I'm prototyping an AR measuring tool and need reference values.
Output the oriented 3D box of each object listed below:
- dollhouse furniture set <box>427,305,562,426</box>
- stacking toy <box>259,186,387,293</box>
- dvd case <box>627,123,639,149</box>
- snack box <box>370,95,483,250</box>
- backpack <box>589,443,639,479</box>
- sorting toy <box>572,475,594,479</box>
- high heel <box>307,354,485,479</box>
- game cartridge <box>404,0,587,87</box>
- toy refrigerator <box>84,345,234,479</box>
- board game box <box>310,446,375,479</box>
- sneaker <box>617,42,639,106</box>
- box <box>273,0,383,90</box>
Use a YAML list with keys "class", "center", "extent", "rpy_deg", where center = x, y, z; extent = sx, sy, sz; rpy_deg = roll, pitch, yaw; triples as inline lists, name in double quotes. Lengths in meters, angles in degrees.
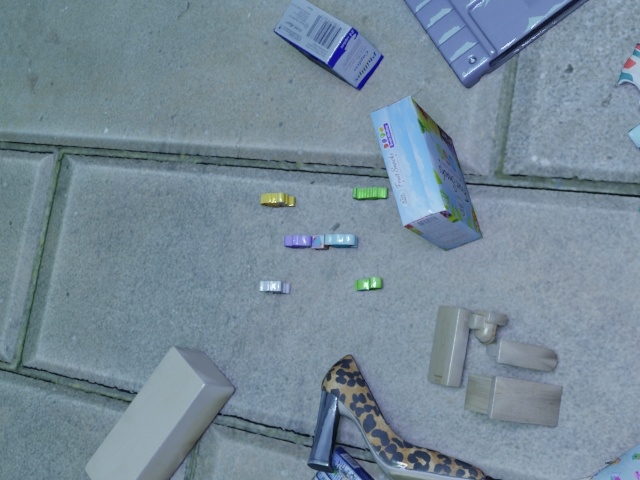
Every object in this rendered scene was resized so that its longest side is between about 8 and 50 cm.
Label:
- class: "dollhouse furniture set"
  center: [0.254, 0.179, 1.189]
  extent: [0.151, 0.123, 0.144]
  rpy_deg: [-1, 78, 61]
- class: "stacking toy"
  center: [0.000, 0.000, 1.332]
  extent: [0.221, 0.052, 0.167]
  rpy_deg: [-3, 79, 25]
- class: "dvd case"
  center: [0.490, -0.148, 1.108]
  extent: [0.119, 0.013, 0.087]
  rpy_deg: [-40, 79, 37]
- class: "snack box"
  center: [0.157, -0.089, 1.184]
  extent: [0.070, 0.207, 0.175]
  rpy_deg: [-21, 71, 21]
- class: "backpack"
  center: [0.414, 0.320, 1.003]
  extent: [0.182, 0.115, 0.152]
  rpy_deg: [-29, 31, -7]
- class: "sorting toy"
  center: [0.324, 0.438, 1.100]
  extent: [0.193, 0.038, 0.208]
  rpy_deg: [-20, 72, 21]
- class: "high heel"
  center: [0.121, 0.266, 1.219]
  extent: [0.261, 0.093, 0.186]
  rpy_deg: [7, 58, 11]
- class: "game cartridge"
  center: [0.307, -0.430, 1.260]
  extent: [0.355, 0.068, 0.230]
  rpy_deg: [-36, 71, 16]
- class: "toy refrigerator"
  center: [-0.269, 0.318, 1.384]
  extent: [0.102, 0.094, 0.270]
  rpy_deg: [41, 98, 33]
- class: "board game box"
  center: [0.030, 0.449, 1.230]
  extent: [0.194, 0.060, 0.194]
  rpy_deg: [40, 98, 26]
- class: "sneaker"
  center: [0.488, -0.204, 1.138]
  extent: [0.161, 0.057, 0.075]
  rpy_deg: [43, 119, 23]
- class: "box"
  center: [0.014, -0.320, 1.336]
  extent: [0.126, 0.137, 0.072]
  rpy_deg: [37, 99, 27]
